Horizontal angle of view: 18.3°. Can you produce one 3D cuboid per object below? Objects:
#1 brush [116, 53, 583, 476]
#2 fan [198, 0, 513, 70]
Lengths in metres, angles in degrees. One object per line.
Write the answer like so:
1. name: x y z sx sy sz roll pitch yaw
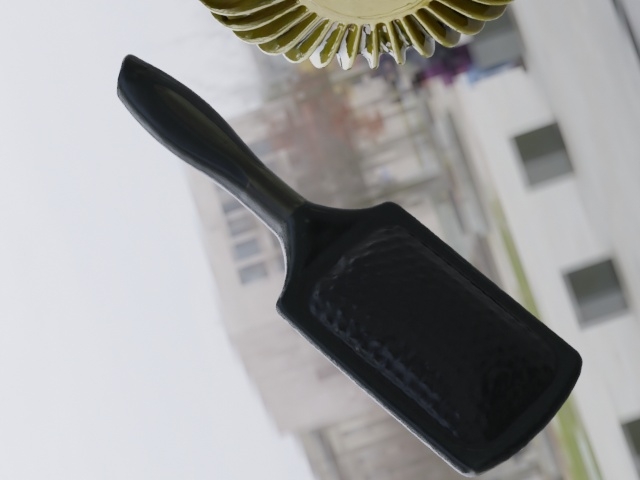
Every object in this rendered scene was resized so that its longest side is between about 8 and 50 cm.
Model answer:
1. brush: 0.000 0.000 0.659 0.193 0.063 0.016 39 148 16
2. fan: -0.028 -0.069 0.407 0.082 0.155 0.039 94 172 -53
